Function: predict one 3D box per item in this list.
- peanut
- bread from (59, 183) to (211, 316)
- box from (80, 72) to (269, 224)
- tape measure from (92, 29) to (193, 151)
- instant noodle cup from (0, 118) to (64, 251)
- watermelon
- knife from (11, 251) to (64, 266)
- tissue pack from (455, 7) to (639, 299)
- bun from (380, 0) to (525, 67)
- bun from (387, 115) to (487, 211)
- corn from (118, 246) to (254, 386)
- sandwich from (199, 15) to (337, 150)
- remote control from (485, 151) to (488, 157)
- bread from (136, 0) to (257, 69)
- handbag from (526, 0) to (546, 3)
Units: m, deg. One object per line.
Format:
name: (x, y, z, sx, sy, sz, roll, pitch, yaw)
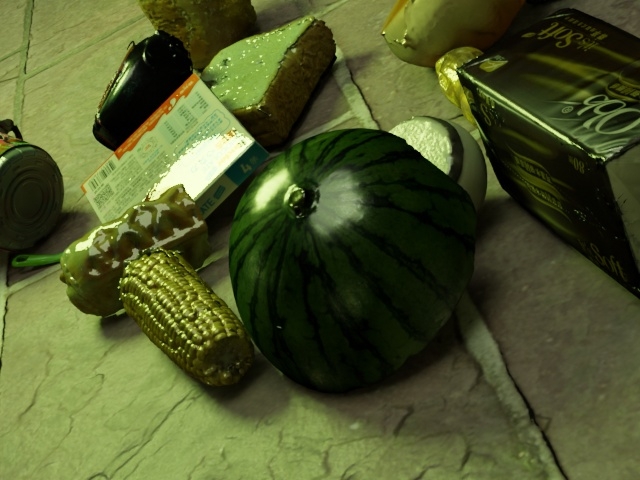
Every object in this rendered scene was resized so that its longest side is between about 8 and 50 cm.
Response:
peanut: (0.225, -0.219, 1.770, 0.087, 0.087, 0.206, -30, 32, 1)
bread: (-0.270, 0.020, 1.792, 0.232, 0.128, 0.088, -30, -2, 1)
box: (-0.235, -0.107, 1.936, 0.273, 0.048, 0.265, -43, 40, 4)
tape measure: (-0.309, -0.248, 2.162, 0.222, 0.135, 0.202, -64, 10, -21)
instant noodle cup: (-0.559, -0.084, 2.113, 0.182, 0.258, 0.302, 14, 59, 31)
watermelon: (0.000, 0.000, 1.453, 0.331, 0.189, 0.330, -27, 42, 28)
knife: (-0.439, 0.026, 2.032, 0.166, 0.022, 0.078, -12, 28, 25)
tissue pack: (0.334, -0.109, 1.401, 0.198, 0.210, 0.370, -27, 28, -7)
bun: (0.231, -0.384, 1.919, 0.299, 0.165, 0.299, -55, 6, 9)
bun: (0.140, -0.069, 1.582, 0.173, 0.120, 0.172, -20, 56, 33)
corn: (-0.183, 0.099, 1.625, 0.115, 0.115, 0.318, -36, 32, -10)
sandwich: (-0.121, -0.253, 2.108, 0.249, 0.095, 0.273, -11, 36, 36)
remote control: (0.248, -0.110, 1.654, 0.034, 0.016, 0.091, -35, 30, 0)
bread: (-0.235, -0.473, 2.385, 0.176, 0.246, 0.195, -16, 36, 25)
handbag: (0.373, -0.417, 1.973, 0.111, 0.047, 0.072, -12, 35, 31)
